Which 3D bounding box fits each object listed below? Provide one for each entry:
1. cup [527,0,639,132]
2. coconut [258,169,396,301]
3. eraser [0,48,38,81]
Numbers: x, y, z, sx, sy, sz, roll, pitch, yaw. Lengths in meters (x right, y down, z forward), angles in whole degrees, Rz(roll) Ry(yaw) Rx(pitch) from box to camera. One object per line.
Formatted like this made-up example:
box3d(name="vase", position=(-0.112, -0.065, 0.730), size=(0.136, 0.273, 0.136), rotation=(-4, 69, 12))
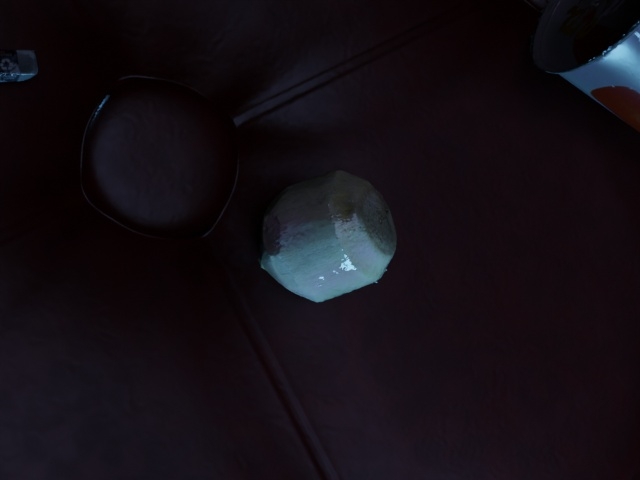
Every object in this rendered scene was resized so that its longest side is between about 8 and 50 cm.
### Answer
box3d(name="cup", position=(0.378, -0.164, 1.254), size=(0.288, 0.203, 0.203), rotation=(36, 70, -22))
box3d(name="coconut", position=(0.000, 0.000, 1.092), size=(0.110, 0.124, 0.110), rotation=(40, 41, -47))
box3d(name="eraser", position=(-0.284, -0.143, 1.029), size=(0.099, 0.019, 0.027), rotation=(-4, 70, -26))
